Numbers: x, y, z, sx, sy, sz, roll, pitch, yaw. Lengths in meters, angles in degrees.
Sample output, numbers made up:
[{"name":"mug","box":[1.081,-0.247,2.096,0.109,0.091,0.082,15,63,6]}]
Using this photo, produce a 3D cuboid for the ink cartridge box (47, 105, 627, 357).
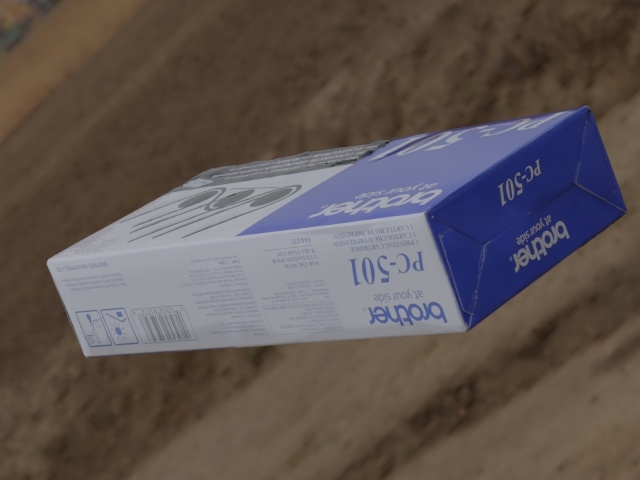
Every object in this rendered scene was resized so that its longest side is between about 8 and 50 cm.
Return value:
[{"name":"ink cartridge box","box":[0.000,0.000,0.719,0.207,0.046,0.097,-6,19,47]}]
